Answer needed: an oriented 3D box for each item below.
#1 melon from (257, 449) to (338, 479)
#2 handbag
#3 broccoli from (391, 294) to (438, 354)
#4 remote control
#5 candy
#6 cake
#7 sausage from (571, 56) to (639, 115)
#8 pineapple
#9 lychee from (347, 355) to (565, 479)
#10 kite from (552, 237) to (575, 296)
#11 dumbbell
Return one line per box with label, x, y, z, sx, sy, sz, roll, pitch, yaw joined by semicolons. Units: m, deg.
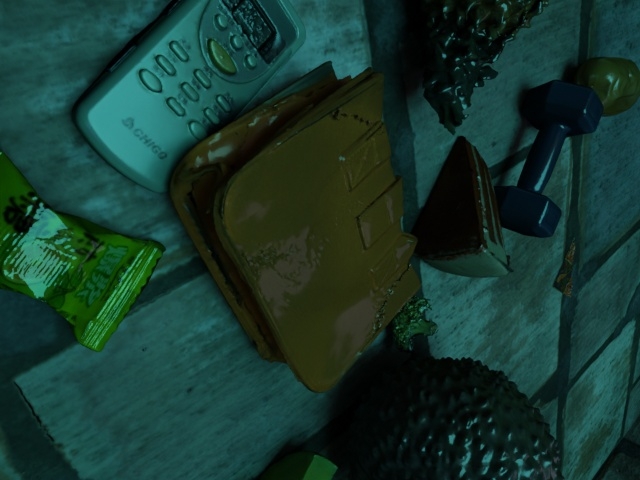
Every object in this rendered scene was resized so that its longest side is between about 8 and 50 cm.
melon;-0.074;0.442;0.768;0.209;0.118;0.064;-48;116;-31
handbag;0.000;0.000;0.651;0.303;0.116;0.409;-42;135;-25
broccoli;0.182;0.168;0.900;0.097;0.092;0.095;-52;146;-36
remote control;-0.143;-0.197;0.533;0.296;0.056;0.140;-53;128;-14
candy;-0.288;0.018;0.479;0.246;0.069;0.148;40;76;-41
cake;0.271;-0.050;0.926;0.158;0.160;0.261;30;50;-41
sausage;0.694;-0.375;1.114;0.241;0.120;0.136;-7;98;-37
pineapple;0.237;-0.350;0.709;0.223;0.223;0.356;-2;115;-39
lychee;0.233;0.397;0.847;0.432;0.381;0.379;-14;116;-64
kite;0.738;0.113;1.391;0.125;0.008;0.222;-28;120;-27
dumbbell;0.478;-0.173;0.990;0.324;0.160;0.144;-67;163;-1
